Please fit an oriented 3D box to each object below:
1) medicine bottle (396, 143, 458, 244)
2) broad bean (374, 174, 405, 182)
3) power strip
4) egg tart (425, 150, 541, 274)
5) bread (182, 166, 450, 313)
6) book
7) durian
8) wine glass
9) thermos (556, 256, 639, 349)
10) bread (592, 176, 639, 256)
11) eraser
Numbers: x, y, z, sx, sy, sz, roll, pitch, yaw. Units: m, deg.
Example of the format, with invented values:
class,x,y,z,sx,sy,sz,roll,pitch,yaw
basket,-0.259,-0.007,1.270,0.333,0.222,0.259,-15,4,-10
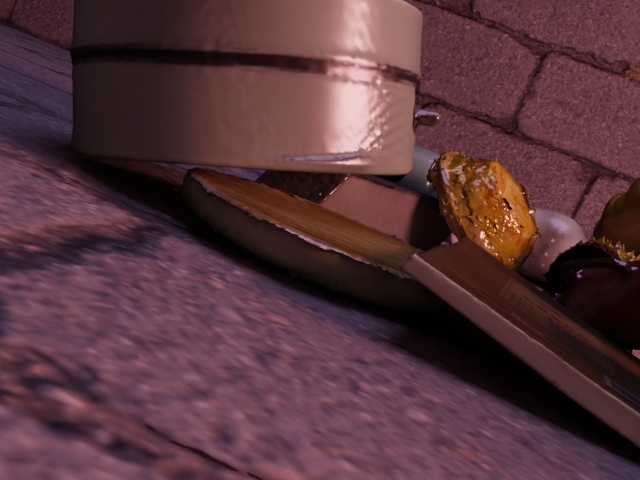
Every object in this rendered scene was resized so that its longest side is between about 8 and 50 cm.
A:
class,x,y,z,sx,sy,sz,roll,pitch,yaw
medicine bottle,0.150,-0.090,1.278,0.225,0.139,0.139,26,9,27
broad bean,0.044,-0.107,1.155,0.114,0.165,0.085,56,13,-59
power strip,-0.059,-0.155,0.755,0.357,0.162,0.357,4,7,0
egg tart,0.232,-0.039,1.049,0.212,0.090,0.213,37,36,-32
bread,0.000,0.000,0.663,0.266,0.041,0.267,22,8,-3
book,0.182,0.071,0.606,0.216,0.021,0.310,36,11,13
durian,0.382,0.062,0.977,0.108,0.119,0.186,14,10,-25
wine glass,0.405,0.026,1.252,0.241,0.127,0.126,33,13,40
thermos,0.310,0.061,0.758,0.124,0.099,0.232,43,-19,-12
bread,0.600,0.014,1.235,0.333,0.160,0.333,38,-24,20
eraser,0.061,-0.048,1.016,0.111,0.077,0.352,25,9,37
